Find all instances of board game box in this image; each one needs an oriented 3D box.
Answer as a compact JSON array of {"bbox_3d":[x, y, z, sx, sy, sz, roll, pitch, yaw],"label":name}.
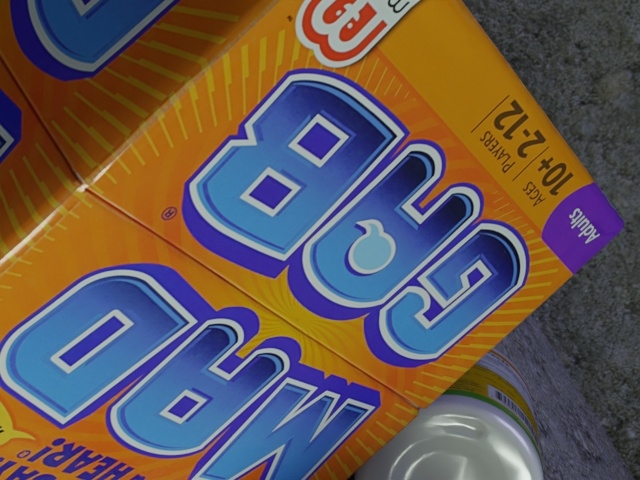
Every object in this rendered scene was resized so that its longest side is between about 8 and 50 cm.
[{"bbox_3d":[-0.104,-0.068,0.785,0.356,0.356,0.356,52,8,37],"label":"board game box"}]

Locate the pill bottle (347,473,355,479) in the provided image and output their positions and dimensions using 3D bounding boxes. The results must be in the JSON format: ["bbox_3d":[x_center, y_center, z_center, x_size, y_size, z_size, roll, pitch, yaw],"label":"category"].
[{"bbox_3d":[-0.038,0.215,1.007,0.162,0.162,0.278,54,17,-23],"label":"pill bottle"}]

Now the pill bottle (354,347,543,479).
[{"bbox_3d":[0.104,0.155,1.018,0.136,0.136,0.246,59,12,-6],"label":"pill bottle"}]
